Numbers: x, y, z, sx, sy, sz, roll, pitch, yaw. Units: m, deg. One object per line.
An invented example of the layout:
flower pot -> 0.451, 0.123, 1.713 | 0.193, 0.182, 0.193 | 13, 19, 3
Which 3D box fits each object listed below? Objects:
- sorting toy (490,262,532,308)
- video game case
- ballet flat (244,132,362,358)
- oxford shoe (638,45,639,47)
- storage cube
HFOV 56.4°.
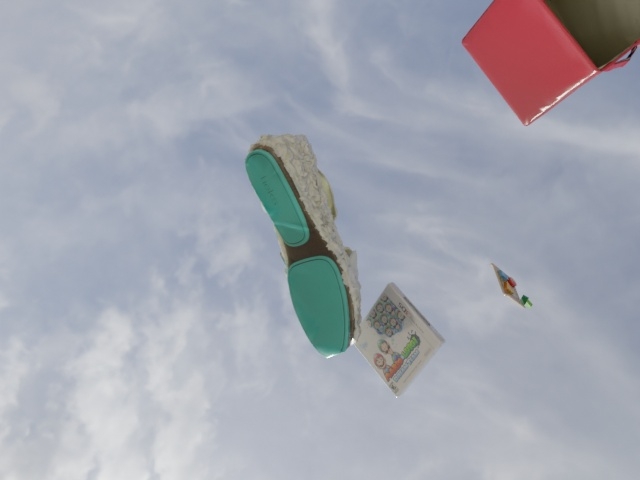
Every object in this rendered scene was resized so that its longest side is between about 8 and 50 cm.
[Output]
sorting toy -> 0.281, 0.070, 0.867 | 0.012, 0.083, 0.062 | -38, -138, 25
video game case -> 0.133, 0.179, 1.068 | 0.143, 0.019, 0.157 | 49, -52, 28
ballet flat -> 0.000, 0.000, 1.043 | 0.147, 0.147, 0.409 | -14, -77, 22
oxford shoe -> 0.534, -0.450, 0.883 | 0.123, 0.348, 0.130 | -13, -158, -6
storage cube -> 0.377, -0.334, 0.941 | 0.183, 0.193, 0.215 | -36, -94, -18
